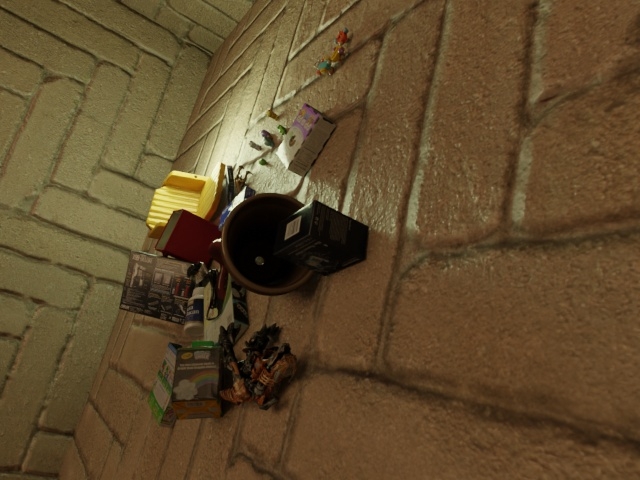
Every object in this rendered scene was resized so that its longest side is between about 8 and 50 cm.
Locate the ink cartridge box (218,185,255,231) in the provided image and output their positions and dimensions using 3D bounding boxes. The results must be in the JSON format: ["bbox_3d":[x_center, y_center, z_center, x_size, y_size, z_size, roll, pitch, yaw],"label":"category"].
[{"bbox_3d":[-0.331,-0.118,1.832,0.207,0.046,0.097,-36,40,43],"label":"ink cartridge box"}]

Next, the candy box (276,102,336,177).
[{"bbox_3d":[-0.051,-0.322,1.488,0.196,0.070,0.164,-57,31,16],"label":"candy box"}]

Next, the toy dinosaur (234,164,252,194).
[{"bbox_3d":[-0.339,-0.257,1.928,0.112,0.064,0.211,-55,31,23],"label":"toy dinosaur"}]

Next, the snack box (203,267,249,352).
[{"bbox_3d":[-0.324,0.220,1.562,0.187,0.060,0.321,-49,33,24],"label":"snack box"}]

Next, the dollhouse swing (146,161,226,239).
[{"bbox_3d":[-0.630,-0.210,2.170,0.305,0.316,0.346,117,159,-52],"label":"dollhouse swing"}]

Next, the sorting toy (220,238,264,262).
[{"bbox_3d":[-0.249,-0.004,1.563,0.229,0.041,0.307,-53,40,3],"label":"sorting toy"}]

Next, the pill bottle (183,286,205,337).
[{"bbox_3d":[-0.441,0.259,1.693,0.094,0.094,0.169,-42,37,37],"label":"pill bottle"}]

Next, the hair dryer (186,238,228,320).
[{"bbox_3d":[-0.306,0.101,1.507,0.293,0.080,0.223,-45,64,27],"label":"hair dryer"}]

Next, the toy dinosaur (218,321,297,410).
[{"bbox_3d":[-0.180,0.329,1.171,0.322,0.164,0.218,-30,58,20],"label":"toy dinosaur"}]

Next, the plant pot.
[{"bbox_3d":[-0.148,0.028,1.253,0.229,0.263,0.262,141,144,-67],"label":"plant pot"}]

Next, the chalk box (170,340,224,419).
[{"bbox_3d":[-0.354,0.397,1.367,0.132,0.133,0.213,96,171,-47],"label":"chalk box"}]

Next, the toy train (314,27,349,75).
[{"bbox_3d":[0.048,-0.630,1.574,0.166,0.046,0.125,-43,36,31],"label":"toy train"}]

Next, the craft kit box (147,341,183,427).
[{"bbox_3d":[-0.563,0.535,1.744,0.250,0.061,0.246,7,74,60],"label":"craft kit box"}]

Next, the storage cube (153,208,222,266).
[{"bbox_3d":[-0.557,-0.004,1.958,0.184,0.193,0.214,0,65,59],"label":"storage cube"}]

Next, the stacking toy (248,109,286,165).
[{"bbox_3d":[-0.215,-0.409,1.842,0.167,0.052,0.221,-55,32,21],"label":"stacking toy"}]

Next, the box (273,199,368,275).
[{"bbox_3d":[0.000,0.000,1.080,0.156,0.158,0.093,-28,46,49],"label":"box"}]

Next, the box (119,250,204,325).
[{"bbox_3d":[-0.630,0.185,1.844,0.076,0.308,0.242,18,-98,-75],"label":"box"}]

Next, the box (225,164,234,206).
[{"bbox_3d":[-0.387,-0.233,1.979,0.162,0.029,0.116,-112,26,-51],"label":"box"}]
